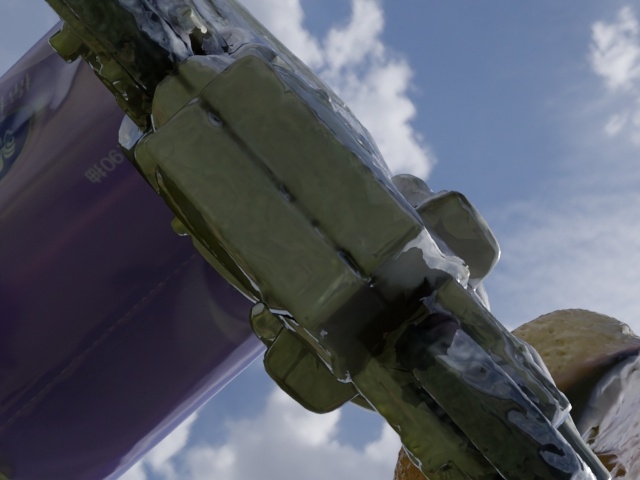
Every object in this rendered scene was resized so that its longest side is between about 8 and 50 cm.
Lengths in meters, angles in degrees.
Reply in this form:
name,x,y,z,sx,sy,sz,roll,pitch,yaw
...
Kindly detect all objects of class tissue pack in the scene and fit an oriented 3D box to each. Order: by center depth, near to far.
name,x,y,z,sx,sy,sz,roll,pitch,yaw
tissue pack,-0.138,0.002,0.910,0.242,0.338,0.160,39,15,-38

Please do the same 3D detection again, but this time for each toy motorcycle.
name,x,y,z,sx,sy,sz,roll,pitch,yaw
toy motorcycle,0.000,0.000,0.606,0.340,0.108,0.223,47,-2,21

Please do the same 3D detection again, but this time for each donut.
name,x,y,z,sx,sy,sz,roll,pitch,yaw
donut,0.168,0.162,1.003,0.118,0.253,0.253,48,-38,40
